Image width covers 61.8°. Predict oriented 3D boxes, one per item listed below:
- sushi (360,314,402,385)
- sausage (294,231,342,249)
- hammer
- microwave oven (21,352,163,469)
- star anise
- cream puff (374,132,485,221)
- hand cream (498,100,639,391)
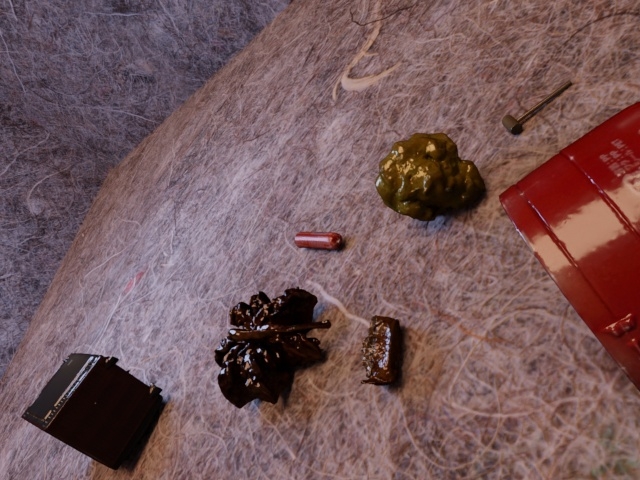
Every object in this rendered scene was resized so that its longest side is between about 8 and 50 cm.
[{"bbox_3d":[0.083,0.148,0.732,0.055,0.052,0.120,-11,50,27],"label":"sushi"},{"bbox_3d":[0.000,0.000,1.011,0.129,0.034,0.034,2,59,53],"label":"sausage"},{"bbox_3d":[0.329,-0.205,0.809,0.110,0.019,0.035,-38,33,17],"label":"hammer"},{"bbox_3d":[-0.473,0.351,1.125,0.247,0.188,0.178,-14,41,51],"label":"microwave oven"},{"bbox_3d":[-0.099,0.164,0.885,0.220,0.126,0.190,-53,27,4],"label":"star anise"},{"bbox_3d":[0.165,-0.086,0.798,0.146,0.146,0.116,-50,48,3],"label":"cream puff"},{"bbox_3d":[0.277,0.006,0.456,0.149,0.230,0.230,-38,33,23],"label":"hand cream"}]
